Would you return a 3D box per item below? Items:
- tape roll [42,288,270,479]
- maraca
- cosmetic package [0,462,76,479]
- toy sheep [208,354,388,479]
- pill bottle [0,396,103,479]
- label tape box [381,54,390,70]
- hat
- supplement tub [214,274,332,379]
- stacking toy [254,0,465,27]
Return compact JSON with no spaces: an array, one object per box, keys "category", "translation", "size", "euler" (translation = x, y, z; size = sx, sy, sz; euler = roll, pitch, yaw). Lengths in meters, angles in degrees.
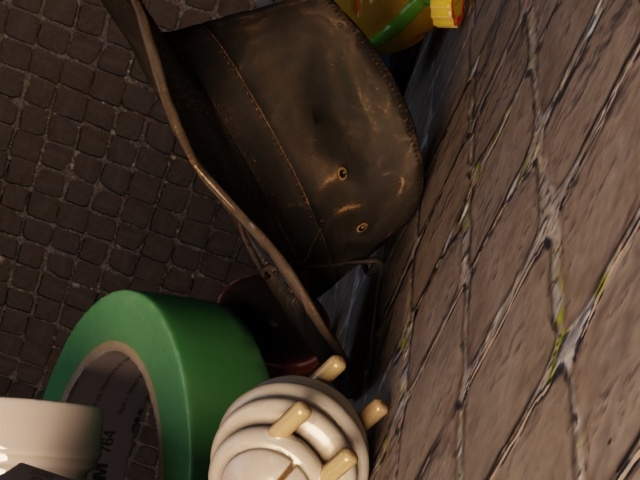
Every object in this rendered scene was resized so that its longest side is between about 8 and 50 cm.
[{"category":"tape roll","translation":[-0.143,0.201,0.970],"size":[0.321,0.077,0.321],"euler":[-22,63,54]},{"category":"maraca","translation":[0.069,-0.218,1.036],"size":[0.185,0.099,0.127],"euler":[-17,52,52]},{"category":"cosmetic package","translation":[-0.109,0.221,0.653],"size":[0.151,0.183,0.151],"euler":[138,151,-81]},{"category":"toy sheep","translation":[-0.015,0.112,0.634],"size":[0.132,0.091,0.091],"euler":[-34,-33,-65]},{"category":"pill bottle","translation":[-0.223,0.261,0.846],"size":[0.169,0.169,0.302],"euler":[127,147,-77]},{"category":"label tape box","translation":[-0.002,-0.205,1.327],"size":[0.348,0.115,0.249],"euler":[129,141,-83]},{"category":"hat","translation":[-0.015,-0.066,0.785],"size":[0.134,0.331,0.331],"euler":[-30,3,-2]},{"category":"supplement tub","translation":[-0.065,0.129,1.072],"size":[0.106,0.106,0.198],"euler":[-75,5,-48]},{"category":"stacking toy","translation":[0.053,-0.258,0.979],"size":[0.052,0.167,0.221],"euler":[67,-144,-50]}]
